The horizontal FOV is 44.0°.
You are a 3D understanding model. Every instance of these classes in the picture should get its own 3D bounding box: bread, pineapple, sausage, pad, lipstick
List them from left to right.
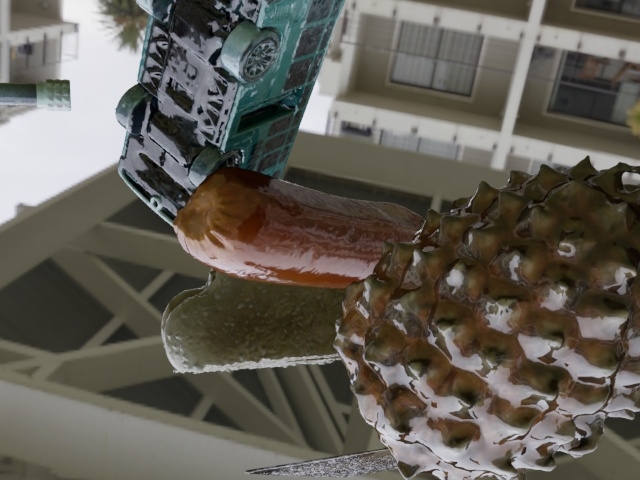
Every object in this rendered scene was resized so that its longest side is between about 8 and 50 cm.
[{"bbox_3d":[-0.336,-0.161,0.875,0.116,0.037,0.037,-3,-156,-18],"label":"lipstick"},{"bbox_3d":[-0.043,0.083,1.060,0.338,0.183,0.102,-3,173,-17],"label":"bread"},{"bbox_3d":[0.000,0.000,0.707,0.300,0.089,0.083,9,-162,-48],"label":"sausage"},{"bbox_3d":[0.072,0.269,0.957,0.220,0.004,0.330,-14,159,17],"label":"pad"},{"bbox_3d":[0.175,0.002,0.444,0.175,0.361,0.175,43,-160,-20],"label":"pineapple"}]

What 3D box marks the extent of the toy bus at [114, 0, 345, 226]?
[{"bbox_3d":[-0.082,-0.139,0.698,0.128,0.256,0.147,40,-137,19],"label":"toy bus"}]
